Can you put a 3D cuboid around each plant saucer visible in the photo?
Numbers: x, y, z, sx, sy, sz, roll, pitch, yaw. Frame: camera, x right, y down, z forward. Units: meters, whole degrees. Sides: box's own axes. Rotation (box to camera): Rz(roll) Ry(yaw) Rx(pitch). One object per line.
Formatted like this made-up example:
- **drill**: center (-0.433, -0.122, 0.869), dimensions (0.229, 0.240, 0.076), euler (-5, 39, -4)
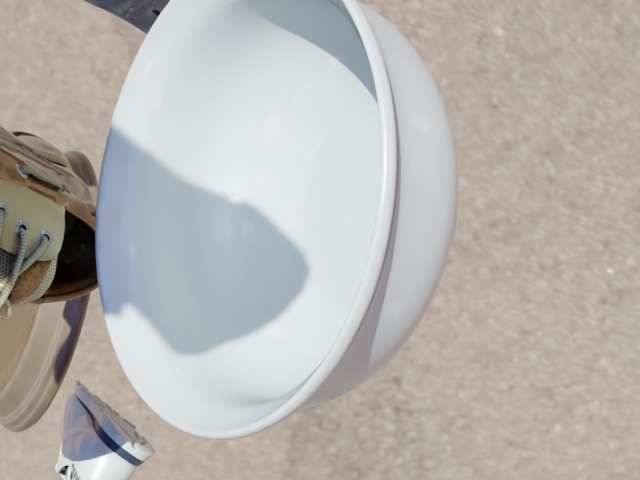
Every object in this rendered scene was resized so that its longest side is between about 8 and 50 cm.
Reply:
- **plant saucer**: center (-0.281, 0.044, 1.377), dimensions (0.278, 0.041, 0.278), euler (-39, 44, 51)

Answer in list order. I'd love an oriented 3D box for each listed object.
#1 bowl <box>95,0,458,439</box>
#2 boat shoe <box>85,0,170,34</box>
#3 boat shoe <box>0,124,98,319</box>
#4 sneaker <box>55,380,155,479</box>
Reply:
- **bowl**: center (-0.010, -0.023, 0.891), dimensions (0.298, 0.134, 0.298), euler (-13, 73, 49)
- **boat shoe**: center (-0.165, -0.253, 1.213), dimensions (0.109, 0.302, 0.094), euler (-18, 49, 43)
- **boat shoe**: center (-0.220, -0.014, 0.939), dimensions (0.120, 0.324, 0.122), euler (43, 101, 12)
- **sneaker**: center (-0.258, 0.226, 1.589), dimensions (0.090, 0.235, 0.095), euler (37, 86, -15)
